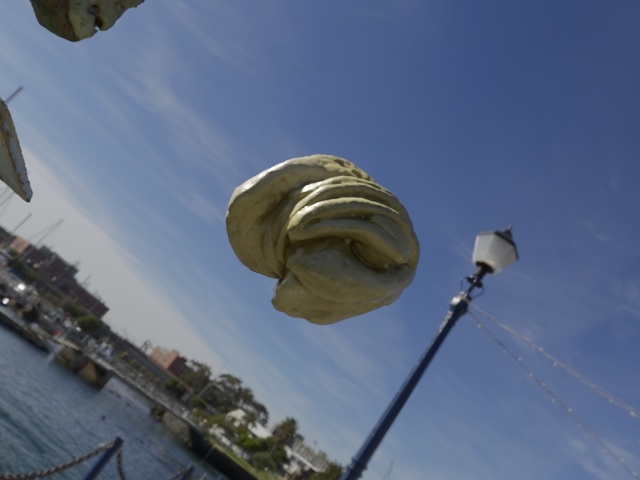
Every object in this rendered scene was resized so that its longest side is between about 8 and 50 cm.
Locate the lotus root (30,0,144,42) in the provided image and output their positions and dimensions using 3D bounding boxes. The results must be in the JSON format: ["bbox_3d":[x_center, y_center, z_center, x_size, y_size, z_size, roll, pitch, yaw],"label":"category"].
[{"bbox_3d":[-0.398,-0.464,0.997,0.119,0.235,0.138,32,-16,29],"label":"lotus root"}]

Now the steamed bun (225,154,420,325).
[{"bbox_3d":[0.006,0.000,1.119,0.372,0.325,0.230,51,5,3],"label":"steamed bun"}]

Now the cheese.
[{"bbox_3d":[-0.603,-0.179,1.098,0.085,0.034,0.400,43,-27,0],"label":"cheese"}]
